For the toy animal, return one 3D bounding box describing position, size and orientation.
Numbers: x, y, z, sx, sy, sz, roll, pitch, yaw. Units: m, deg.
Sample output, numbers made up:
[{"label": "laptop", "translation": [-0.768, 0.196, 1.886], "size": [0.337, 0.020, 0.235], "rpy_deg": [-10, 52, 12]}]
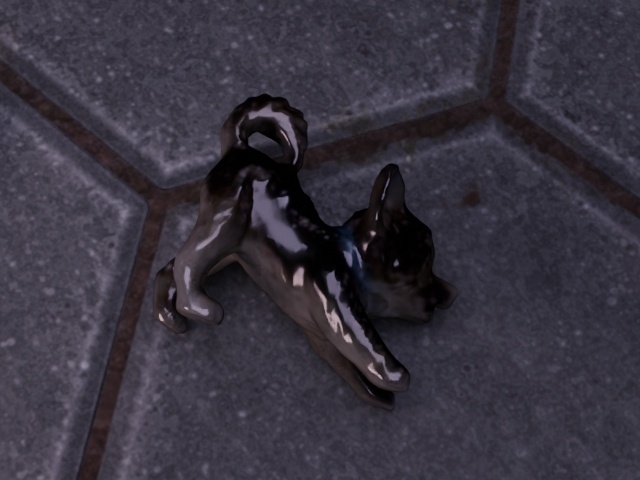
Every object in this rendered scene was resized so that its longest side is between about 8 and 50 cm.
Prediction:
[{"label": "toy animal", "translation": [0.000, 0.000, 1.314], "size": [0.344, 0.194, 0.303], "rpy_deg": [20, 75, 0]}]
